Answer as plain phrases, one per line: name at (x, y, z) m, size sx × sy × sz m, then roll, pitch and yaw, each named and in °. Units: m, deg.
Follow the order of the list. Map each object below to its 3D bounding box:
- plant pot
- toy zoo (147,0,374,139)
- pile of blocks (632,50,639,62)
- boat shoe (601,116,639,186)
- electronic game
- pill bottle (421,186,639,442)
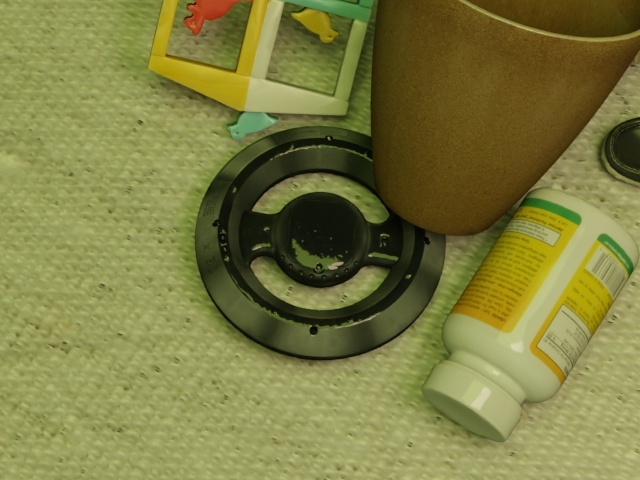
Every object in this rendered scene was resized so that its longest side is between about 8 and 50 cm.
plant pot at (0.138, -0.136, 1.655) m, size 0.237 × 0.254 × 0.237 m, roll 13°, pitch 35°, yaw -9°
toy zoo at (-0.045, -0.235, 1.766) m, size 0.192 × 0.030 × 0.293 m, roll 13°, pitch 101°, yaw -7°
pile of blocks at (0.272, -0.212, 1.783) m, size 0.362 × 0.149 × 0.112 m, roll 4°, pitch 115°, yaw 15°
boat shoe at (0.373, -0.088, 1.736) m, size 0.233 × 0.079 × 0.084 m, roll 2°, pitch 74°, yaw 6°
electronic game at (0.000, 0.000, 1.746) m, size 0.229 × 0.048 × 0.229 m, roll 1°, pitch 68°, yaw -3°
pill bottle at (0.180, 0.068, 1.676) m, size 0.117 × 0.117 × 0.208 m, roll 30°, pitch 76°, yaw 13°
